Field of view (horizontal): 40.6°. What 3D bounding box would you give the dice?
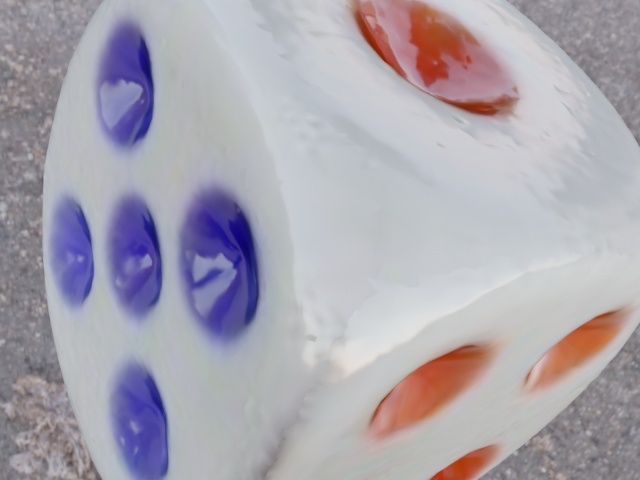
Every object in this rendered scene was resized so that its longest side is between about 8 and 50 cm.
[{"bbox_3d":[0.000,0.000,0.543,0.277,0.304,0.304,-6,50,-40],"label":"dice"}]
